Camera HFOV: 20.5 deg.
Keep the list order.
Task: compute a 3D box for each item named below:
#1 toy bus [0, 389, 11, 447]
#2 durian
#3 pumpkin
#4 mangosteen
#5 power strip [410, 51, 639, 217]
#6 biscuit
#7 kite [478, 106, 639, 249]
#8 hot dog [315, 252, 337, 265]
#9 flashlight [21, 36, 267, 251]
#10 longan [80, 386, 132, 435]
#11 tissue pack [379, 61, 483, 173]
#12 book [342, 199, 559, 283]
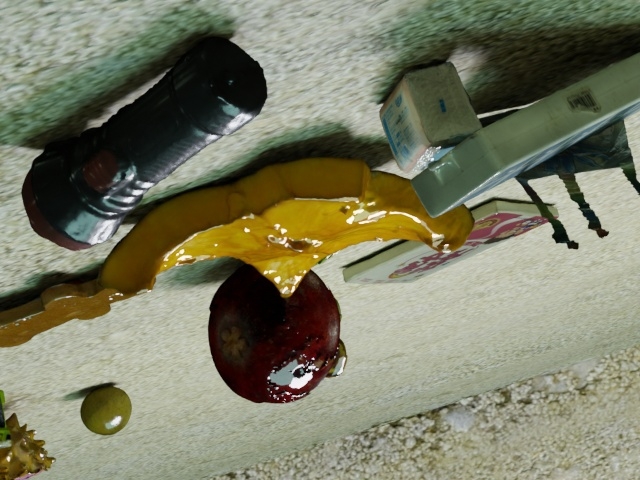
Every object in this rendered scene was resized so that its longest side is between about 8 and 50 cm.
[{"bbox_3d":[-0.489,0.197,1.926,0.301,0.139,0.113,-14,168,24],"label":"toy bus"},{"bbox_3d":[-0.470,0.293,2.388,0.191,0.112,0.341,-22,177,-21],"label":"durian"},{"bbox_3d":[-0.032,-0.012,1.728,0.258,0.095,0.290,-21,163,34],"label":"pumpkin"},{"bbox_3d":[-0.044,0.101,2.015,0.166,0.166,0.180,-24,171,26],"label":"mangosteen"},{"bbox_3d":[0.230,-0.113,1.570,0.367,0.043,0.106,-27,174,-39],"label":"power strip"},{"bbox_3d":[-0.270,0.065,1.873,0.205,0.031,0.138,-20,166,13],"label":"biscuit"},{"bbox_3d":[0.234,-0.067,1.594,0.169,0.015,0.310,-10,-152,-11],"label":"kite"},{"bbox_3d":[0.000,0.000,1.919,0.133,0.041,0.056,-26,163,34],"label":"hot dog"},{"bbox_3d":[-0.138,-0.074,1.371,0.093,0.093,0.232,-2,157,-47],"label":"flashlight"},{"bbox_3d":[-0.294,0.231,2.443,0.075,0.075,0.083,-26,-155,33],"label":"longan"},{"bbox_3d":[0.094,-0.106,1.553,0.058,0.074,0.094,-18,170,-16],"label":"tissue pack"},{"bbox_3d":[0.161,0.005,2.174,0.232,0.022,0.162,-26,163,31],"label":"book"}]
